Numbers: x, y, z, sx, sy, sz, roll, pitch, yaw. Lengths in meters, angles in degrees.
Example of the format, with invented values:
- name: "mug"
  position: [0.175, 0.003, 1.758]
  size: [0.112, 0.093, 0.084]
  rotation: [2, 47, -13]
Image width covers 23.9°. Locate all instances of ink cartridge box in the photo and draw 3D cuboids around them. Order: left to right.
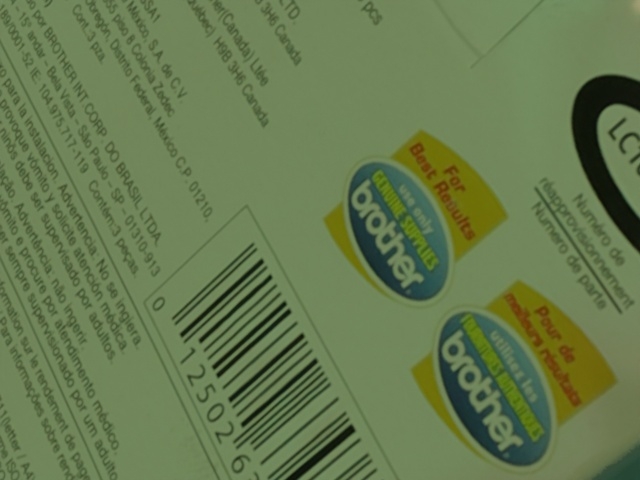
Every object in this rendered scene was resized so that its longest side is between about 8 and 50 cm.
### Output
- name: "ink cartridge box"
  position: [0.000, 0.000, 0.449]
  size: [0.395, 0.151, 0.270]
  rotation: [-43, 60, 23]
